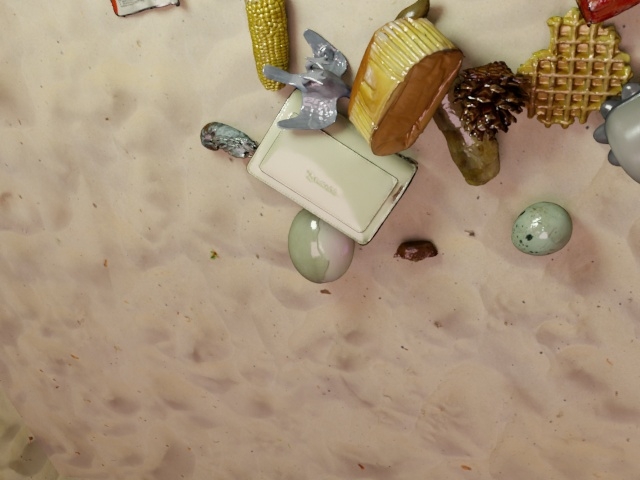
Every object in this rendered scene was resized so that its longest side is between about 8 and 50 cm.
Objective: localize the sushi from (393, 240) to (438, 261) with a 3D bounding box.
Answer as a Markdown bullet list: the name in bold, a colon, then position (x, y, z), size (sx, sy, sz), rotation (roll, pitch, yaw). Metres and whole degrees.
- **sushi**: position (0.256, 0.033, 1.966), size (0.118, 0.061, 0.060), rotation (2, 116, 19)

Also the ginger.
- **ginger**: position (0.337, -0.245, 1.678), size (0.109, 0.116, 0.263), rotation (-29, 110, 5)

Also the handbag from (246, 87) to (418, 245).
- **handbag**: position (0.028, -0.187, 1.799), size (0.359, 0.160, 0.236), rotation (33, 108, -6)

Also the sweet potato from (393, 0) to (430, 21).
- **sweet potato**: position (0.163, -0.440, 1.619), size (0.067, 0.067, 0.274), rotation (35, 137, -8)

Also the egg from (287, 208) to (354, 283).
- **egg**: position (0.000, 0.000, 1.958), size (0.183, 0.183, 0.217), rotation (6, 136, 17)

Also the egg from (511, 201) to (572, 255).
- **egg**: position (0.528, -0.023, 1.765), size (0.131, 0.131, 0.164), rotation (38, 138, -11)

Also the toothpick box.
- **toothpick box**: position (0.714, -0.242, 1.462), size (0.229, 0.229, 0.316), rotation (45, 132, -16)

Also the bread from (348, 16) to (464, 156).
- **bread**: position (0.162, -0.333, 1.566), size (0.156, 0.204, 0.288), rotation (52, 140, 29)

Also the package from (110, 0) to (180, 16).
- **package**: position (-0.432, -0.619, 1.723), size (0.232, 0.040, 0.166), rotation (2, 127, 33)

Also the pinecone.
- **pinecone**: position (0.357, -0.295, 1.549), size (0.174, 0.173, 0.173), rotation (11, 131, 13)

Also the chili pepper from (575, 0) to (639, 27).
- **chili pepper**: position (0.596, -0.518, 1.359), size (0.253, 0.144, 0.136), rotation (-19, 148, 24)

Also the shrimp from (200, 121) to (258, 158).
- **shrimp**: position (-0.215, -0.249, 1.905), size (0.233, 0.090, 0.079), rotation (23, 100, 17)

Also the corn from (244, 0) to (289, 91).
- **corn**: position (-0.119, -0.470, 1.687), size (0.091, 0.091, 0.260), rotation (24, 139, 27)

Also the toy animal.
- **toy animal**: position (-0.002, -0.350, 1.676), size (0.256, 0.239, 0.176), rotation (15, 168, 13)

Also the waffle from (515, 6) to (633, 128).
- **waffle**: position (0.520, -0.355, 1.547), size (0.253, 0.056, 0.249), rotation (-24, 115, 36)
